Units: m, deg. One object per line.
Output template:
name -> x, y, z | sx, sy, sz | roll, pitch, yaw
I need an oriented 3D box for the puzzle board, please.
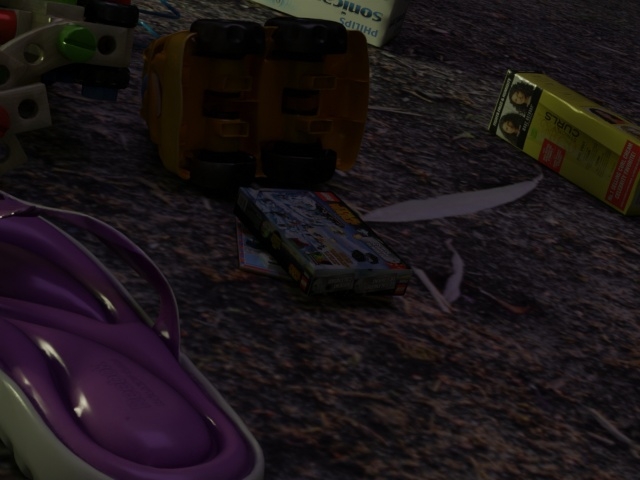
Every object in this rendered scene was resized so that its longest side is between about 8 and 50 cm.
puzzle board -> -0.006, 0.013, 1.069 | 0.128, 0.011, 0.096 | 13, 22, -12

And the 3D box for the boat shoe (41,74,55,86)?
boat shoe -> -0.292, -0.190, 1.295 | 0.046, 0.038, 0.125 | -30, 38, -18

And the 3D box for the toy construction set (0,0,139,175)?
toy construction set -> -0.284, -0.173, 1.107 | 0.215, 0.151, 0.328 | 4, 26, -32

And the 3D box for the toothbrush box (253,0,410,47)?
toothbrush box -> 0.044, -0.450, 1.822 | 0.216, 0.295, 0.126 | 23, 24, 9

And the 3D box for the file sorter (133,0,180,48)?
file sorter -> -0.209, -0.315, 1.480 | 0.104, 0.170, 0.118 | 5, 25, -35

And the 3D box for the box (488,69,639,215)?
box -> 0.301, -0.117, 1.513 | 0.058, 0.087, 0.232 | -5, 32, -39

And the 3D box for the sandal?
sandal -> -0.165, 0.028, 0.789 | 0.169, 0.102, 0.416 | -6, 32, -45

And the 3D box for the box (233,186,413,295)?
box -> 0.000, 0.000, 1.052 | 0.094, 0.027, 0.137 | 1, 29, -32

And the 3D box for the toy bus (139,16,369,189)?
toy bus -> -0.096, -0.142, 1.216 | 0.220, 0.149, 0.211 | -8, 20, -43
